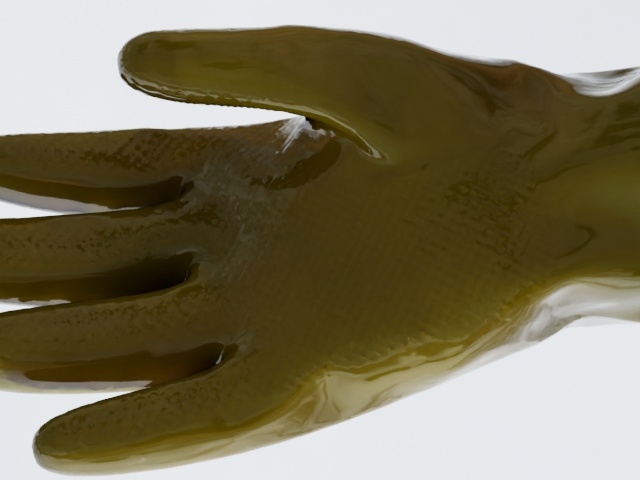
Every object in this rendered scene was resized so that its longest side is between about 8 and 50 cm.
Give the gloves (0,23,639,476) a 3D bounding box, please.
[{"bbox_3d":[0.000,0.001,0.594,0.294,0.116,0.133,-8,-125,-4],"label":"gloves"}]
